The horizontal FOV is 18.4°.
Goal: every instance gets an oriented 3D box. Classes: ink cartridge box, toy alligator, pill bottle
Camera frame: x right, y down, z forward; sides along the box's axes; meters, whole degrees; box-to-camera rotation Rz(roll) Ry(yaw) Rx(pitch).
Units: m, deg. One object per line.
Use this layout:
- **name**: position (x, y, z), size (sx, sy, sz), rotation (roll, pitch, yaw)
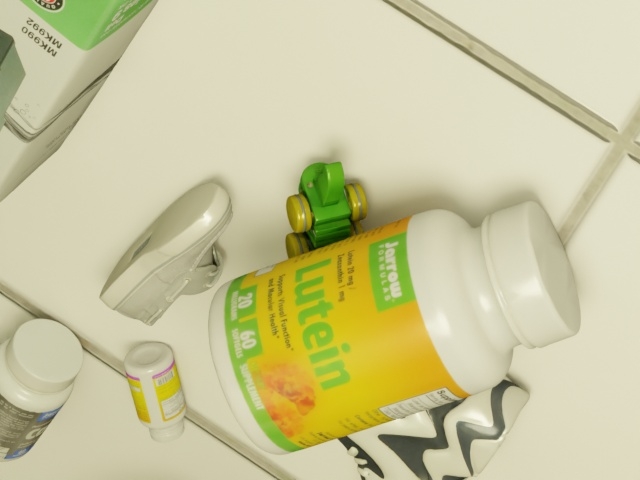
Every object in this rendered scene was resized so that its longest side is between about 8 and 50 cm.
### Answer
- **ink cartridge box**: position (-0.250, -0.185, 1.467), size (0.211, 0.121, 0.289), rotation (40, 135, 0)
- **toy alligator**: position (0.000, 0.000, 1.508), size (0.190, 0.056, 0.051), rotation (92, 160, -45)
- **pill bottle**: position (0.055, 0.057, 1.423), size (0.245, 0.136, 0.136), rotation (-20, 112, 19)
- **pill bottle**: position (-0.140, 0.132, 1.693), size (0.043, 0.043, 0.083), rotation (8, 126, 27)
- **pill bottle**: position (-0.264, 0.132, 1.746), size (0.078, 0.078, 0.137), rotation (39, 135, 0)

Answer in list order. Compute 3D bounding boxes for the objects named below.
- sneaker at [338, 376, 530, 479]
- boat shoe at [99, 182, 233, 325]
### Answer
- **sneaker**: position (0.046, 0.160, 1.566), size (0.153, 0.094, 0.235), rotation (36, 134, 5)
- **boat shoe**: position (-0.112, 0.018, 1.580), size (0.063, 0.066, 0.184), rotation (34, 134, -15)
